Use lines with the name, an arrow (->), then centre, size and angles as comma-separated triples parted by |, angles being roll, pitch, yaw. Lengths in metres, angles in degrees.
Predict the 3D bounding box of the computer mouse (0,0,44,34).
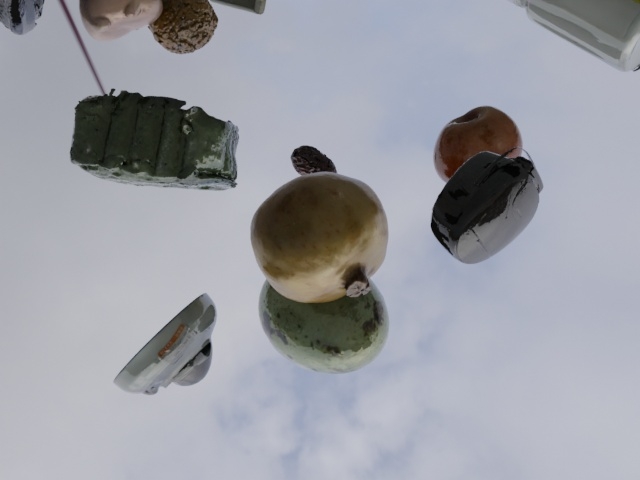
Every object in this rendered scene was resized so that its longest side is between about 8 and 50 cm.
computer mouse -> -0.370, -0.317, 0.773 | 0.057, 0.172, 0.099 | 15, -111, 5

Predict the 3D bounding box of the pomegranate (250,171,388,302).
pomegranate -> -0.002, -0.013, 1.326 | 0.307, 0.307, 0.307 | -7, -136, 7

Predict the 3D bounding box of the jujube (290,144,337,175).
jujube -> -0.016, -0.228, 1.955 | 0.166, 0.104, 0.104 | 39, -117, 20

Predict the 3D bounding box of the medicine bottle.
medicine bottle -> 0.387, -0.371, 0.946 | 0.143, 0.143, 0.258 | -37, -119, -22

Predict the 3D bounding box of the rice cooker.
rice cooker -> 0.268, -0.059, 1.033 | 0.203, 0.142, 0.118 | -47, -135, -4

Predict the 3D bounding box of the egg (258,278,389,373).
egg -> 0.009, 0.177, 1.559 | 0.379, 0.287, 0.287 | 19, -128, 43

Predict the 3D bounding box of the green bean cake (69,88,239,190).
green bean cake -> -0.234, -0.140, 0.953 | 0.227, 0.222, 0.125 | 5, -91, -1

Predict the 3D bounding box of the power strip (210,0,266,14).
power strip -> -0.203, -0.641, 1.635 | 0.034, 0.092, 0.268 | -6, -154, -42

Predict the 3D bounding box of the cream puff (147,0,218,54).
cream puff -> -0.309, -0.491, 1.450 | 0.150, 0.165, 0.115 | -16, -105, -22

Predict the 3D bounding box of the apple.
apple -> 0.350, -0.212, 1.434 | 0.201, 0.162, 0.201 | -14, -160, 5

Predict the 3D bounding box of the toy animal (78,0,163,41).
toy animal -> -0.435, -0.546, 1.338 | 0.210, 0.221, 0.229 | -20, -147, 9

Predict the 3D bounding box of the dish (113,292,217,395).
dish -> -0.304, 0.255, 1.389 | 0.134, 0.273, 0.273 | 46, -118, 1
